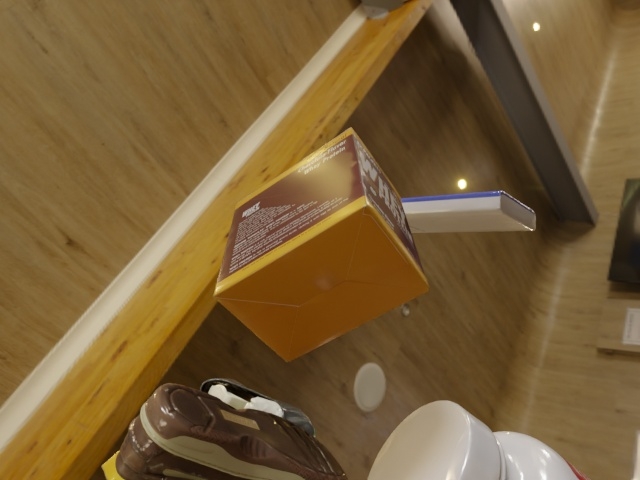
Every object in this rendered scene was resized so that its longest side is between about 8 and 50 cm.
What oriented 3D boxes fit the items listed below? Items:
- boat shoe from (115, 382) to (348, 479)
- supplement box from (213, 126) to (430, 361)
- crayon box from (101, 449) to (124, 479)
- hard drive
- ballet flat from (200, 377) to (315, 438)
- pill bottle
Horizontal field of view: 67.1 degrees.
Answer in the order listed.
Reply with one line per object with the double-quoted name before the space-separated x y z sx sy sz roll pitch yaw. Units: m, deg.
"boat shoe" -0.083 0.229 0.490 0.257 0.095 0.095 37 -88 -31
"supplement box" 0.000 0.000 0.578 0.129 0.191 0.194 49 -159 -28
"crayon box" -0.255 0.469 0.903 0.202 0.319 0.081 -40 -46 -19
"hard drive" 0.234 -0.049 0.966 0.210 0.319 0.040 13 -100 -50
"ballet flat" -0.141 0.340 0.947 0.096 0.281 0.095 45 -118 -45
"pill bottle" 0.257 0.376 0.553 0.408 0.229 0.229 39 -123 -6
